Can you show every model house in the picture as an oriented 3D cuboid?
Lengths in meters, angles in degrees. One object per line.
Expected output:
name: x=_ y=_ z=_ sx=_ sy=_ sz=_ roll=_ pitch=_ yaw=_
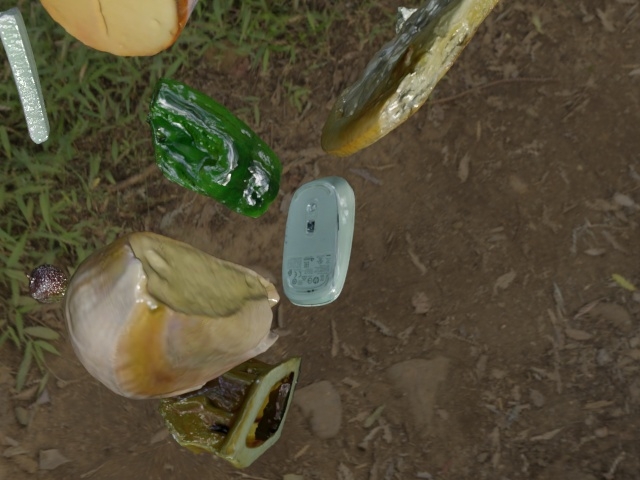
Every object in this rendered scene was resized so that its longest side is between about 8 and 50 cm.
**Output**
model house: x=-0.193 y=0.295 z=1.267 sx=0.239 sy=0.268 sz=0.173 roll=11 pitch=95 yaw=20

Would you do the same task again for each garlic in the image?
garlic: x=-0.098 y=0.055 z=0.448 sx=0.101 sy=0.195 sz=0.087 roll=-29 pitch=67 yaw=14

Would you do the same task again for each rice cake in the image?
rice cake: x=-0.499 y=-0.280 z=1.151 sx=0.042 sy=0.222 sz=0.080 roll=-11 pitch=36 yaw=-13

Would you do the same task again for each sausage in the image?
sausage: x=-0.266 y=-0.452 z=1.025 sx=0.233 sy=0.233 sz=0.287 roll=20 pitch=57 yaw=-6

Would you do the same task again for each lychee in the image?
lychee: x=-0.489 y=0.078 z=1.222 sx=0.067 sy=0.083 sz=0.068 roll=10 pitch=70 yaw=36

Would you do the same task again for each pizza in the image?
pizza: x=0.088 y=-0.170 z=0.585 sx=0.034 sy=0.181 sz=0.262 roll=39 pitch=107 yaw=-15

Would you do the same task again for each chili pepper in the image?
chili pepper: x=-0.246 y=-0.202 z=1.566 sx=0.385 sy=0.167 sz=0.213 roll=36 pitch=82 yaw=-26

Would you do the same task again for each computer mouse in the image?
computer mouse: x=0.004 y=0.001 z=1.459 sx=0.097 sy=0.159 sz=0.289 roll=21 pitch=67 yaw=-53

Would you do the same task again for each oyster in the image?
oyster: x=0.201 y=-0.429 z=1.369 sx=0.100 sy=0.098 sz=0.037 roll=-11 pitch=47 yaw=-11
